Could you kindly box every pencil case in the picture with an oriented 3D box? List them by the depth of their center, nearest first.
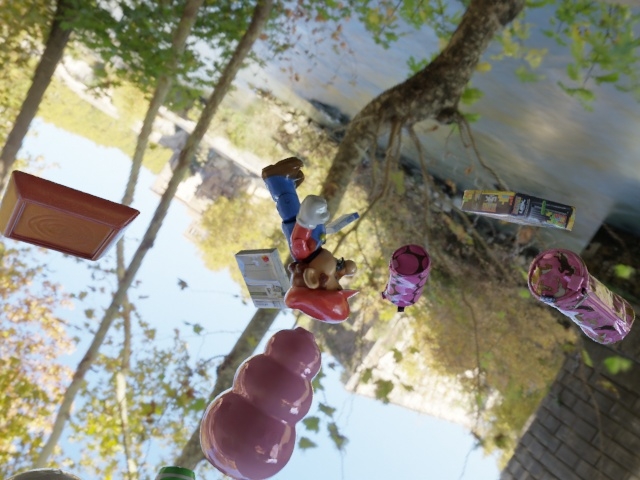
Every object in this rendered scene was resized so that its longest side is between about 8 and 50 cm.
[{"bbox_3d":[0.196,0.087,1.326,0.098,0.095,0.209,-2,152,1],"label":"pencil case"},{"bbox_3d":[0.737,0.162,1.602,0.160,0.167,0.386,-23,140,38],"label":"pencil case"}]

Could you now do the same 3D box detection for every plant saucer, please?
[{"bbox_3d":[-0.563,-0.035,1.253,0.259,0.047,0.259,20,146,-29],"label":"plant saucer"}]

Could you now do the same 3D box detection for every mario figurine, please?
[{"bbox_3d":[0.000,0.000,1.100,0.198,0.170,0.320,-10,-100,-57],"label":"mario figurine"}]

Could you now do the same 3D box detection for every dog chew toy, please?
[{"bbox_3d":[-0.110,0.338,1.220,0.207,0.331,0.206,30,171,5],"label":"dog chew toy"}]

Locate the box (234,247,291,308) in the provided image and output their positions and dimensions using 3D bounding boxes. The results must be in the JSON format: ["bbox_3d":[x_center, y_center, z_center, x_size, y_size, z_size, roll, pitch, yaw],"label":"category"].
[{"bbox_3d":[-0.163,0.114,1.690,0.145,0.038,0.186,-4,116,36],"label":"box"}]

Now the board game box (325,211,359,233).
[{"bbox_3d":[0.052,-0.047,1.600,0.020,0.090,0.090,62,157,-9],"label":"board game box"}]

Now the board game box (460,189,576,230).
[{"bbox_3d":[0.380,-0.061,1.114,0.141,0.048,0.170,10,-177,-17],"label":"board game box"}]

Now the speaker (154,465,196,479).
[{"bbox_3d":[-0.435,0.803,1.609,0.131,0.131,0.296,32,-135,-29],"label":"speaker"}]

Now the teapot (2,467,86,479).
[{"bbox_3d":[-0.423,0.482,0.856,0.256,0.252,0.187,4,-173,-42],"label":"teapot"}]
